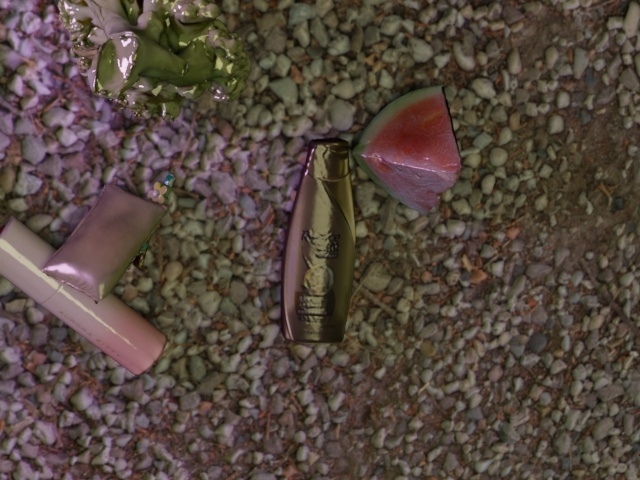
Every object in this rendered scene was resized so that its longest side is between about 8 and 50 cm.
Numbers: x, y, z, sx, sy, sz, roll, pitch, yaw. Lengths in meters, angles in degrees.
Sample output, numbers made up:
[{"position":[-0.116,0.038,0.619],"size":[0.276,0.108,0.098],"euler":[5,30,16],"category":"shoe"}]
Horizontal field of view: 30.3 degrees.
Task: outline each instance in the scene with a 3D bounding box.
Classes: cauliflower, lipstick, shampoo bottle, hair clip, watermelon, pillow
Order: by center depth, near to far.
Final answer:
[{"position":[-0.245,-0.314,1.756],"size":[0.327,0.281,0.260],"euler":[26,91,-15],"category":"cauliflower"},{"position":[-0.337,-0.002,1.870],"size":[0.119,0.053,0.208],"euler":[21,59,17],"category":"pillow"},{"position":[-0.398,0.093,1.918],"size":[0.327,0.087,0.087],"euler":[41,90,-22],"category":"lipstick"},{"position":[-0.282,-0.030,1.944],"size":[0.049,0.049,0.173],"euler":[21,96,-21],"category":"hair clip"},{"position":[0.187,-0.154,2.005],"size":[0.207,0.202,0.136],"euler":[-58,151,6],"category":"watermelon"},{"position":[0.000,0.000,2.017],"size":[0.125,0.084,0.350],"euler":[3,102,-15],"category":"shampoo bottle"}]
